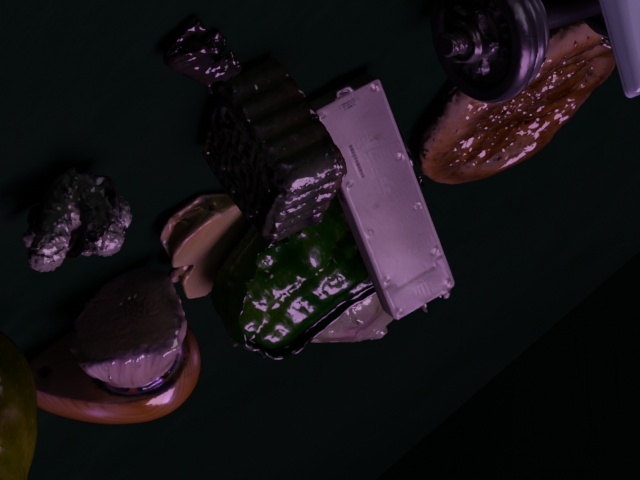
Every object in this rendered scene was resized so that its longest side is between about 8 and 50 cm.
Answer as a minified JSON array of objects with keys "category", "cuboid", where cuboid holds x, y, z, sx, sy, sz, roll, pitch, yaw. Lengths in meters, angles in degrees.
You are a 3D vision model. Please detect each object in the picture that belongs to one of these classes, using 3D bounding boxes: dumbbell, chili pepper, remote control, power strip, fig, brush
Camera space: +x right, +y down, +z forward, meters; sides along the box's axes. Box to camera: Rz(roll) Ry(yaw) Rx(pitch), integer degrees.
[{"category":"dumbbell","cuboid":[0.311,-0.298,2.115,0.406,0.179,0.179,-20,158,-32]},{"category":"chili pepper","cuboid":[-0.001,-0.001,2.314,0.385,0.167,0.213,-48,126,2]},{"category":"remote control","cuboid":[0.384,-0.329,2.029,0.103,0.293,0.051,-21,-169,-33]},{"category":"power strip","cuboid":[0.084,-0.050,2.216,0.106,0.043,0.367,-28,117,-13]},{"category":"fig","cuboid":[-0.434,0.244,2.087,0.206,0.275,0.206,-30,160,-12]},{"category":"brush","cuboid":[-0.305,0.160,2.304,0.267,0.174,0.166,-15,146,0]}]

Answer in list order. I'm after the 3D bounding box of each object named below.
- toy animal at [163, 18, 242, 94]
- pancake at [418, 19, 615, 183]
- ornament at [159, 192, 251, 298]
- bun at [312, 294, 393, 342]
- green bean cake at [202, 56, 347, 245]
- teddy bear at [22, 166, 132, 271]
[{"category":"toy animal","cuboid":[-0.128,-0.201,1.836,0.065,0.047,0.136,-33,164,14]},{"category":"pancake","cuboid":[0.305,-0.213,2.491,0.382,0.071,0.382,-30,162,-11]},{"category":"ornament","cuboid":[-0.140,-0.015,2.281,0.180,0.059,0.201,-39,162,-15]},{"category":"bun","cuboid":[0.049,0.073,2.565,0.283,0.179,0.283,-37,174,-5]},{"category":"green bean cake","cuboid":[-0.063,-0.104,1.990,0.094,0.173,0.181,-27,163,-24]},{"category":"teddy bear","cuboid":[-0.288,-0.031,1.940,0.133,0.111,0.213,-12,-174,0]}]
